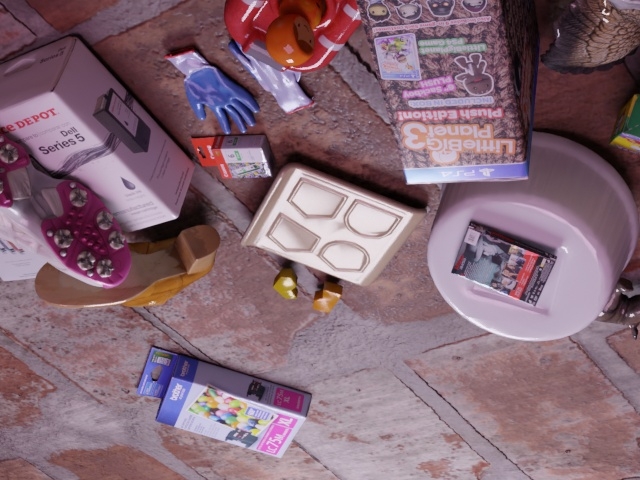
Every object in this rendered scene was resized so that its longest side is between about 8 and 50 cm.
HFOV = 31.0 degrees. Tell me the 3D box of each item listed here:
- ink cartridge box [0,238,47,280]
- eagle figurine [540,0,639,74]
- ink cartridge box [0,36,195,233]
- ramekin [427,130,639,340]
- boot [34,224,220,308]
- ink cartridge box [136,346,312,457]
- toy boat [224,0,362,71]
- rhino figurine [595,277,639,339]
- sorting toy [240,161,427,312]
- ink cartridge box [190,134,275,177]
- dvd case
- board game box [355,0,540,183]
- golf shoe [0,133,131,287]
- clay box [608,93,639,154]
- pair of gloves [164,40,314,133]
[{"bbox_3d":[-0.461,-0.044,1.760,0.127,0.128,0.176,-6,137,23],"label":"ink cartridge box"},{"bbox_3d":[0.361,-0.242,1.237,0.225,0.226,0.298,-13,134,0],"label":"eagle figurine"},{"bbox_3d":[-0.342,-0.132,1.626,0.198,0.114,0.273,-15,135,31],"label":"ink cartridge box"},{"bbox_3d":[0.277,0.005,1.550,0.277,0.135,0.277,13,131,16],"label":"ramekin"},{"bbox_3d":[-0.297,0.066,1.759,0.295,0.104,0.211,-17,166,-24],"label":"boot"},{"bbox_3d":[-0.192,0.310,2.185,0.311,0.065,0.185,20,141,-6],"label":"ink cartridge box"},{"bbox_3d":[-0.024,-0.264,1.341,0.151,0.151,0.231,25,141,-16],"label":"toy boat"},{"bbox_3d":[0.415,0.078,1.706,0.243,0.073,0.106,23,135,-9],"label":"rhino figurine"},{"bbox_3d":[0.000,0.000,1.763,0.229,0.041,0.307,17,142,-13],"label":"sorting toy"},{"bbox_3d":[-0.127,-0.119,1.651,0.115,0.029,0.063,-1,141,16],"label":"ink cartridge box"},{"bbox_3d":[0.235,0.031,1.489,0.119,0.013,0.087,21,132,8],"label":"dvd case"},{"bbox_3d":[0.148,-0.243,1.254,0.141,0.232,0.291,-1,141,17],"label":"board game box"},{"bbox_3d":[-0.399,-0.037,1.597,0.306,0.115,0.140,41,146,-22],"label":"golf shoe"},{"bbox_3d":[0.414,-0.122,1.364,0.127,0.053,0.222,18,-177,9],"label":"clay box"},{"bbox_3d":[-0.103,-0.213,1.534,0.198,0.023,0.159,-12,136,30],"label":"pair of gloves"}]
